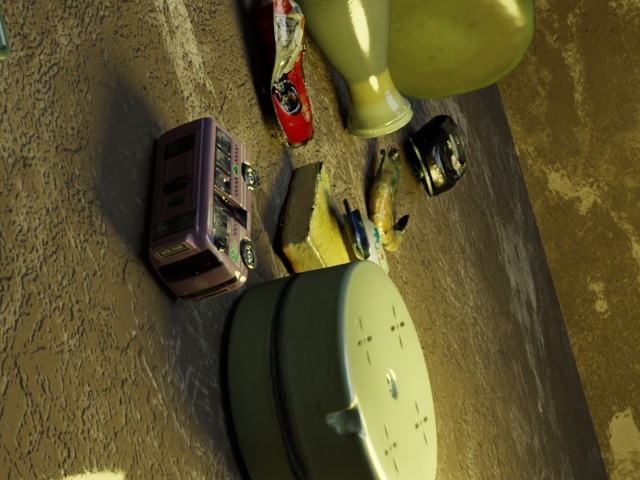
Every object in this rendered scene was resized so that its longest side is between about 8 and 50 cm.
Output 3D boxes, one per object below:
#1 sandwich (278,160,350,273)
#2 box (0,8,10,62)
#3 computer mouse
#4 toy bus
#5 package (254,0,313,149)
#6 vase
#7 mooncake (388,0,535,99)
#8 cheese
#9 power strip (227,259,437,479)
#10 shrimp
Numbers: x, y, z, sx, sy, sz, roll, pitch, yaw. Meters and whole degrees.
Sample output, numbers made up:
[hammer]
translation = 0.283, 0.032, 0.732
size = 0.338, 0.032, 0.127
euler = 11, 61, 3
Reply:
[sandwich]
translation = 0.000, 0.000, 1.642
size = 0.193, 0.058, 0.162
euler = -81, 151, -50
[box]
translation = -0.323, -0.216, 0.989
size = 0.091, 0.031, 0.126
euler = -15, 92, -69
[computer mouse]
translation = 0.234, -0.175, 2.295
size = 0.137, 0.096, 0.233
euler = 66, 26, -11
[toy bus]
translation = -0.135, -0.037, 1.262
size = 0.108, 0.096, 0.198
euler = 46, 34, -46
[package]
translation = -0.053, -0.277, 1.684
size = 0.194, 0.071, 0.269
euler = -30, 117, -66
[vase]
translation = 0.061, -0.341, 1.877
size = 0.173, 0.173, 0.321
euler = -71, 145, -55
[mooncake]
translation = 0.225, -0.445, 2.087
size = 0.356, 0.356, 0.194
euler = 54, 27, -44
[cheese]
translation = 0.064, 0.011, 1.734
size = 0.250, 0.064, 0.156
euler = 63, 11, -70
[power strip]
translation = 0.026, 0.200, 1.428
size = 0.357, 0.161, 0.357
euler = -15, 90, -70
[shrimp]
translation = 0.130, -0.072, 2.037
size = 0.150, 0.051, 0.217
euler = 60, 33, -43
